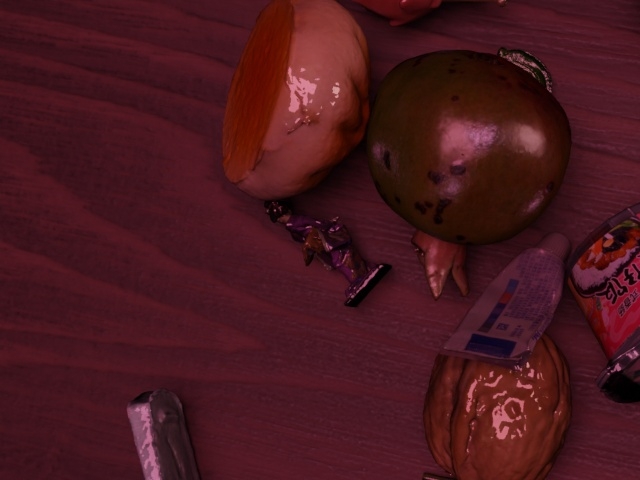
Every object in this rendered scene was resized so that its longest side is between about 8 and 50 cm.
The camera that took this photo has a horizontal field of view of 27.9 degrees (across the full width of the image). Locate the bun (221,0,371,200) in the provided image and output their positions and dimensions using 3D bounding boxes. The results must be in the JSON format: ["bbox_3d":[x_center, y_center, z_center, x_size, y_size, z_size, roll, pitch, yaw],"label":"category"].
[{"bbox_3d":[-0.016,-0.189,1.781,0.165,0.299,0.298,13,85,-19],"label":"bun"}]

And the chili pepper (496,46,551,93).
[{"bbox_3d":[0.294,-0.228,1.812,0.055,0.035,0.118,-36,85,20],"label":"chili pepper"}]

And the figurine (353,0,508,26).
[{"bbox_3d":[0.081,-0.408,1.819,0.387,0.166,0.207,34,71,18],"label":"figurine"}]

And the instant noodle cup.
[{"bbox_3d":[0.430,0.062,1.642,0.181,0.303,0.258,59,142,28],"label":"instant noodle cup"}]

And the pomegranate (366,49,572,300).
[{"bbox_3d":[0.167,-0.102,1.712,0.291,0.291,0.323,46,119,15],"label":"pomegranate"}]

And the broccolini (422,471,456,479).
[{"bbox_3d":[0.245,0.333,1.751,0.218,0.044,0.042,9,100,21],"label":"broccolini"}]

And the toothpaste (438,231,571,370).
[{"bbox_3d":[0.261,0.076,1.674,0.099,0.282,0.068,-23,107,42],"label":"toothpaste"}]

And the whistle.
[{"bbox_3d":[-0.217,0.417,1.785,0.188,0.168,0.404,14,87,16],"label":"whistle"}]

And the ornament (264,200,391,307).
[{"bbox_3d":[0.004,0.003,1.832,0.203,0.081,0.088,41,93,18],"label":"ornament"}]

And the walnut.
[{"bbox_3d":[0.232,0.217,1.687,0.198,0.198,0.244,15,84,16],"label":"walnut"}]
